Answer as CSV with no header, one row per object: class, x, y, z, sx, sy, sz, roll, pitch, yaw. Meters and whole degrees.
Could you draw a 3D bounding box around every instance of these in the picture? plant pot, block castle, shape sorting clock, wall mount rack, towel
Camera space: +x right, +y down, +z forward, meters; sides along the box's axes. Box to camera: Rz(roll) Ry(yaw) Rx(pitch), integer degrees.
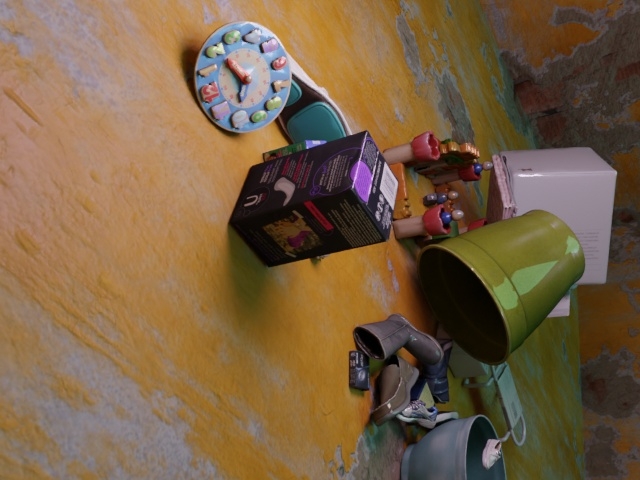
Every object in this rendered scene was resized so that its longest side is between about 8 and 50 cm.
plant pot,0.320,0.585,1.642,0.293,0.196,0.293,28,57,-53
block castle,0.383,-0.143,2.001,0.453,0.212,0.303,8,72,-58
shape sorting clock,-0.142,-0.306,1.257,0.206,0.040,0.206,-11,113,-28
wall mount rack,0.585,0.491,2.202,0.304,0.130,0.350,-34,109,-53
towel,0.579,-0.067,2.135,0.332,0.053,0.317,-79,168,-53
plant pot,0.519,0.096,1.832,0.352,0.366,0.367,-28,108,-18

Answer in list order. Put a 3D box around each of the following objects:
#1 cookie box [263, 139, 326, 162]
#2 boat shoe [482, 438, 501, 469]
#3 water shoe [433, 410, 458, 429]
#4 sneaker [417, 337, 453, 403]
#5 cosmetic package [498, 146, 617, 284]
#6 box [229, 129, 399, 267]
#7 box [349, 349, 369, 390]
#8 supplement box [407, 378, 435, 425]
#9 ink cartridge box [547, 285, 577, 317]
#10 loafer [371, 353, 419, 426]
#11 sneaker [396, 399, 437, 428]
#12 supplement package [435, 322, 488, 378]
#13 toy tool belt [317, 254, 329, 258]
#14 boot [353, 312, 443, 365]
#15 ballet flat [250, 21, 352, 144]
cookie box,-0.050,-0.177,1.387,0.091,0.107,0.040,-13,90,-60
boat shoe,0.415,0.513,1.598,0.100,0.035,0.035,-37,112,-58
water shoe,0.333,0.509,1.817,0.203,0.072,0.080,18,67,-56
sneaker,0.322,0.361,1.848,0.226,0.086,0.164,-13,99,-68
cosmetic package,0.787,-0.086,2.279,0.329,0.327,0.394,-72,160,-67
box,-0.009,-0.073,1.255,0.143,0.270,0.165,53,38,-36
box,0.090,0.301,1.535,0.067,0.018,0.083,33,52,-51
supplement box,0.250,0.420,1.724,0.083,0.056,0.083,-47,119,-54
ink cartridge box,0.778,0.191,2.447,0.091,0.307,0.385,63,34,-27
loafer,0.163,0.353,1.591,0.087,0.094,0.251,49,24,-1
sneaker,0.231,0.418,1.648,0.135,0.052,0.058,19,99,-20
supplement package,0.435,0.320,2.025,0.179,0.105,0.105,59,33,-29
toy tool belt,0.000,0.000,1.476,0.051,0.052,0.084,99,-16,-87
boot,0.192,0.254,1.612,0.076,0.189,0.208,-59,160,13
ballet flat,-0.048,-0.314,1.434,0.400,0.139,0.139,43,44,-39
